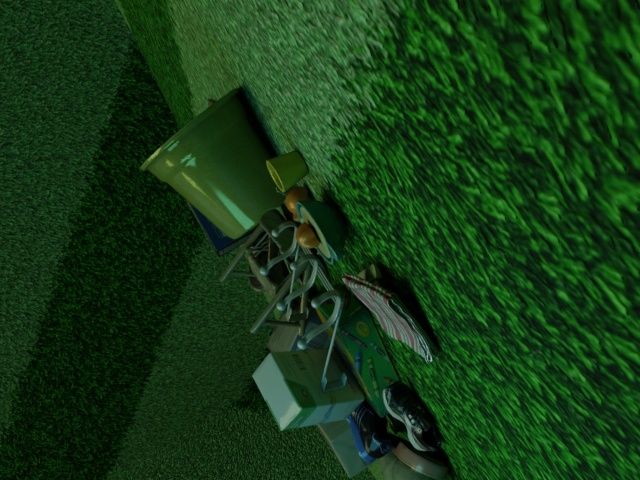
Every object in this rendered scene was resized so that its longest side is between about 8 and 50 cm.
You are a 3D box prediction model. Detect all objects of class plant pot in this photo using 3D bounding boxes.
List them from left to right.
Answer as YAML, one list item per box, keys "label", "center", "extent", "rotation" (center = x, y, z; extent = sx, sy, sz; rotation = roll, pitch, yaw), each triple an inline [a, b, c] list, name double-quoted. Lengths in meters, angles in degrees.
- label: "plant pot"
  center: [-0.207, -0.151, 1.468]
  extent: [0.254, 0.276, 0.276]
  rotation: [50, 172, -10]

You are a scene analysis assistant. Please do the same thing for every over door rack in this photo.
- label: "over door rack"
  center: [-0.039, 0.153, 1.417]
  extent: [0.324, 0.108, 0.239]
  rotation: [87, 159, -45]

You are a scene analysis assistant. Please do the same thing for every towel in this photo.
- label: "towel"
  center: [0.112, 0.126, 1.126]
  extent: [0.144, 0.029, 0.197]
  rotation: [52, 169, -19]

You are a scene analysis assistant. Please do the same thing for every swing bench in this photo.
- label: "swing bench"
  center: [-0.115, 0.070, 1.712]
  extent: [0.253, 0.165, 0.254]
  rotation: [50, 125, 49]

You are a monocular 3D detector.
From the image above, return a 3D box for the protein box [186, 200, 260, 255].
- label: "protein box"
  center: [-0.263, -0.092, 1.952]
  extent: [0.199, 0.201, 0.136]
  rotation: [59, 170, 5]

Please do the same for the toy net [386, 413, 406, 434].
- label: "toy net"
  center: [0.185, 0.471, 1.795]
  extent: [0.122, 0.045, 0.232]
  rotation: [56, 169, 21]

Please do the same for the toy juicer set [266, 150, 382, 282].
- label: "toy juicer set"
  center: [0.000, 0.000, 1.260]
  extent: [0.329, 0.090, 0.209]
  rotation: [55, 168, 26]

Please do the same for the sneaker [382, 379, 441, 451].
- label: "sneaker"
  center: [0.206, 0.375, 1.412]
  extent: [0.178, 0.072, 0.077]
  rotation: [54, 159, -11]

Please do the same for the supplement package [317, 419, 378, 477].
- label: "supplement package"
  center: [0.102, 0.714, 2.492]
  extent: [0.175, 0.178, 0.293]
  rotation: [63, 170, -16]

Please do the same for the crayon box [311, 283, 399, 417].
- label: "crayon box"
  center: [0.091, 0.254, 1.541]
  extent: [0.278, 0.081, 0.165]
  rotation: [65, 169, -25]

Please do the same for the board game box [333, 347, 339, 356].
- label: "board game box"
  center: [0.085, 0.364, 1.846]
  extent: [0.347, 0.056, 0.208]
  rotation: [-164, 64, -76]

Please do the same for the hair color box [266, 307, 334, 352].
- label: "hair color box"
  center: [-0.051, 0.271, 1.921]
  extent: [0.114, 0.185, 0.374]
  rotation: [26, 175, -11]

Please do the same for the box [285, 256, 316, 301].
- label: "box"
  center: [-0.059, 0.113, 2.026]
  extent: [0.137, 0.027, 0.094]
  rotation: [55, 170, 27]

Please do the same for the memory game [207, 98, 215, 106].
- label: "memory game"
  center: [-0.276, -0.325, 1.911]
  extent: [0.186, 0.012, 0.186]
  rotation: [57, 170, 16]

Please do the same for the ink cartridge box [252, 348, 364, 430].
- label: "ink cartridge box"
  center: [-0.025, 0.335, 1.513]
  extent: [0.213, 0.093, 0.154]
  rotation: [4, -139, -45]

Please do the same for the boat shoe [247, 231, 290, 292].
- label: "boat shoe"
  center: [-0.185, 0.056, 2.118]
  extent: [0.355, 0.133, 0.130]
  rotation: [-125, 15, -68]

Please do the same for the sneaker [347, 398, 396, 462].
- label: "sneaker"
  center: [0.108, 0.422, 1.630]
  extent: [0.081, 0.090, 0.232]
  rotation: [21, -145, -50]

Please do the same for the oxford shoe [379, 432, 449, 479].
- label: "oxford shoe"
  center: [0.189, 0.568, 1.642]
  extent: [0.141, 0.146, 0.397]
  rotation: [23, 170, -2]
